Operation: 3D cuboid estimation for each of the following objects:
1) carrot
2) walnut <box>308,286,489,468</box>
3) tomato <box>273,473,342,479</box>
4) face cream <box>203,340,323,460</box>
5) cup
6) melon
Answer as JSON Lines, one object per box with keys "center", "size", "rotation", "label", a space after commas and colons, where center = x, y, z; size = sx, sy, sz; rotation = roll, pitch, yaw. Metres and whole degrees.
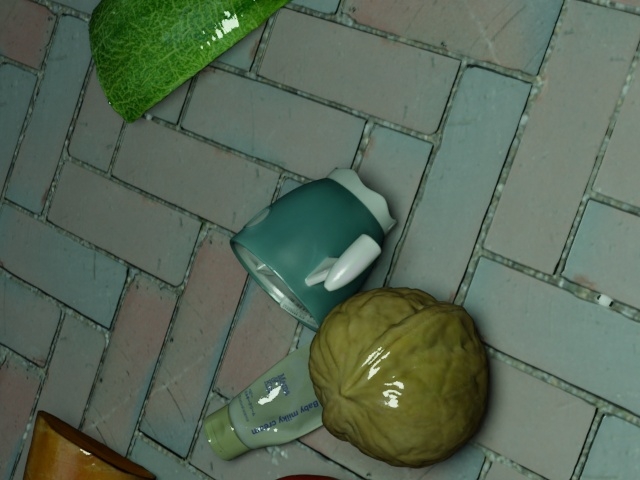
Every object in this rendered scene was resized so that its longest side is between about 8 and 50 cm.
{"center": [-0.337, 0.424, 1.791], "size": [0.193, 0.214, 0.331], "rotation": [9, 85, 66], "label": "carrot"}
{"center": [0.090, 0.161, 1.489], "size": [0.228, 0.228, 0.228], "rotation": [-5, 81, 36], "label": "walnut"}
{"center": [-0.010, 0.432, 1.527], "size": [0.299, 0.226, 0.298], "rotation": [-8, 76, 34], "label": "tomato"}
{"center": [-0.050, 0.215, 1.691], "size": [0.224, 0.070, 0.114], "rotation": [-31, 67, 20], "label": "face cream"}
{"center": [0.000, 0.000, 1.600], "size": [0.173, 0.167, 0.300], "rotation": [-46, 20, -11], "label": "cup"}
{"center": [-0.191, -0.319, 1.819], "size": [0.323, 0.124, 0.196], "rotation": [-26, 77, 33], "label": "melon"}
